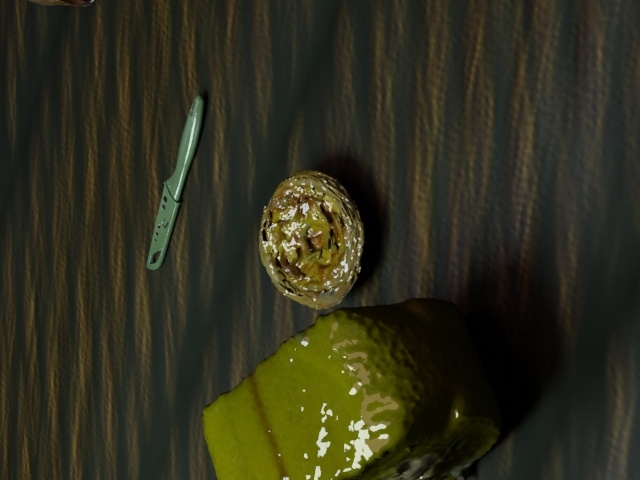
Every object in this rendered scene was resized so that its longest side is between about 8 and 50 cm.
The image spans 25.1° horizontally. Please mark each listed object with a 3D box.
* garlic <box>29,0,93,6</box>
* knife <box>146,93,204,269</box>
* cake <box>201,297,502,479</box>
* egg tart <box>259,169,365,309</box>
[{"bbox_3d":[-0.338,-0.343,1.620,0.115,0.128,0.206,160,95,-70],"label":"garlic"},{"bbox_3d":[-0.152,-0.059,1.498,0.030,0.014,0.207,36,119,37],"label":"knife"},{"bbox_3d":[0.033,0.149,1.197,0.260,0.179,0.156,-38,67,38],"label":"cake"},{"bbox_3d":[0.000,0.000,1.316,0.129,0.049,0.128,5,98,41],"label":"egg tart"}]
